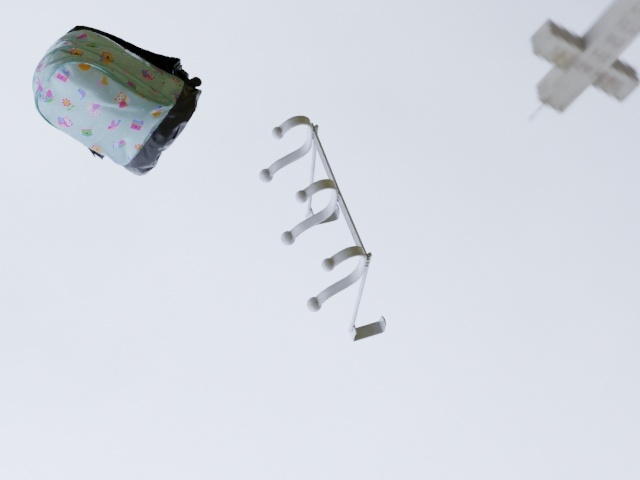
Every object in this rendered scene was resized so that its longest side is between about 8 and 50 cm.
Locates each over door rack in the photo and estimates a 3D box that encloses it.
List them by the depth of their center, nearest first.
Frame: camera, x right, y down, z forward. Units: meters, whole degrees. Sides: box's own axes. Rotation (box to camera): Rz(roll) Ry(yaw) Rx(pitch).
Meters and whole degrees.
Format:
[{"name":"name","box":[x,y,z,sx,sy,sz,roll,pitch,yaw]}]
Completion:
[{"name":"over door rack","box":[0.000,0.000,1.503,0.108,0.324,0.239,-20,-115,-1]}]

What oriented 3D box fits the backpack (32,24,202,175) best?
[{"name":"backpack","box":[-0.252,-0.173,1.233,0.182,0.152,0.115,33,-158,-21]}]
